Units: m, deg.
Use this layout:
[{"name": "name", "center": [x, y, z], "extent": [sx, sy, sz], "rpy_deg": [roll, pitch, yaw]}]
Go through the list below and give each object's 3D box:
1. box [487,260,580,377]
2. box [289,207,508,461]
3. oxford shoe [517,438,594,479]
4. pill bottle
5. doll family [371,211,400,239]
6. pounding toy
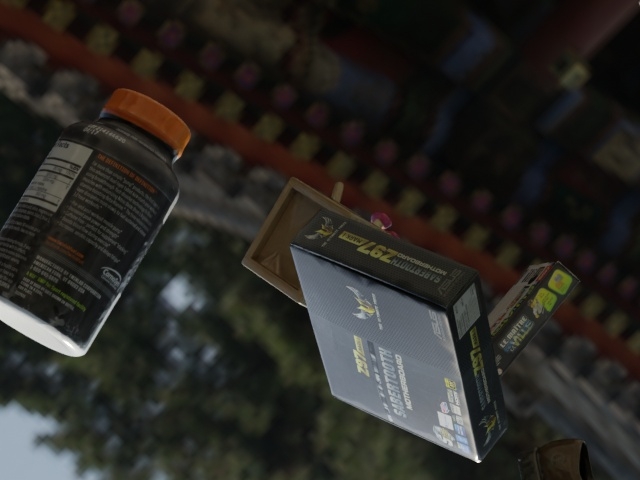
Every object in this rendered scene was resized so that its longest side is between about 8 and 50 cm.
[{"name": "box", "center": [0.205, 0.114, 2.282], "extent": [0.036, 0.207, 0.114], "rpy_deg": [42, 171, -6]}, {"name": "box", "center": [0.077, 0.092, 1.893], "extent": [0.183, 0.232, 0.059], "rpy_deg": [23, -124, 32]}, {"name": "oxford shoe", "center": [0.290, 0.318, 2.141], "extent": [0.083, 0.096, 0.227], "rpy_deg": [32, -142, -63]}, {"name": "pill bottle", "center": [-0.220, -0.023, 1.893], "extent": [0.130, 0.245, 0.130], "rpy_deg": [29, 166, 8]}, {"name": "doll family", "center": [0.083, 0.101, 2.393], "extent": [0.118, 0.163, 0.263], "rpy_deg": [13, 140, 50]}, {"name": "pounding toy", "center": [0.000, 0.000, 2.144], "extent": [0.100, 0.130, 0.141], "rpy_deg": [28, -177, -44]}]
